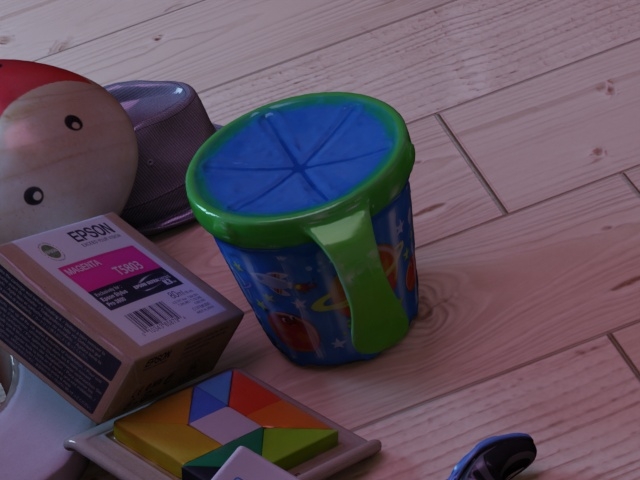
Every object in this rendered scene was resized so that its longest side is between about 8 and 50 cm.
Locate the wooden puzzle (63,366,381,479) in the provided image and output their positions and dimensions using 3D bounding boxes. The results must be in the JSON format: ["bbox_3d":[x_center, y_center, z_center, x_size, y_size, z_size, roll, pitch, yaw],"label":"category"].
[{"bbox_3d":[-0.096,0.192,1.858,0.221,0.044,0.239,-22,30,-40],"label":"wooden puzzle"}]

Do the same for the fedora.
[{"bbox_3d":[-0.221,-0.114,2.324,0.275,0.124,0.243,-16,35,2],"label":"fedora"}]

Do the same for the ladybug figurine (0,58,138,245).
[{"bbox_3d":[-0.406,-0.087,2.214,0.449,0.162,0.305,2,62,42],"label":"ladybug figurine"}]

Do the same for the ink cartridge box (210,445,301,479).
[{"bbox_3d":[-0.040,0.342,1.565,0.261,0.066,0.296,30,50,14],"label":"ink cartridge box"}]

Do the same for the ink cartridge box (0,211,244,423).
[{"bbox_3d":[-0.218,0.073,1.947,0.193,0.088,0.235,37,24,14],"label":"ink cartridge box"}]

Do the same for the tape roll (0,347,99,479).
[{"bbox_3d":[-0.413,0.147,1.951,0.392,0.072,0.392,7,43,-7],"label":"tape roll"}]

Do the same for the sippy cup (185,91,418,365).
[{"bbox_3d":[0.000,0.000,1.983,0.240,0.224,0.305,-2,38,20],"label":"sippy cup"}]

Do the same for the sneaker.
[{"bbox_3d":[0.139,0.246,1.735,0.078,0.067,0.188,32,52,22],"label":"sneaker"}]
